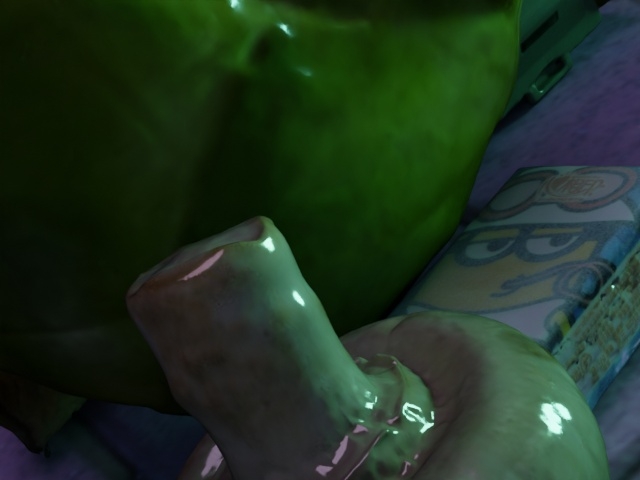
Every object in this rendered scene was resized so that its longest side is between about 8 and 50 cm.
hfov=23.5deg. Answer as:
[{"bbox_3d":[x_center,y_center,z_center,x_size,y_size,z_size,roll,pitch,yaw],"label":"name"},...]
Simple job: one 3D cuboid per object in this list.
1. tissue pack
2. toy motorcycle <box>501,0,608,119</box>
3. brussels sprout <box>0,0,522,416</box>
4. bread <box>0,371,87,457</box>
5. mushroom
[{"bbox_3d":[0.113,0.029,0.782,0.115,0.065,0.155,5,41,48],"label":"tissue pack"},{"bbox_3d":[0.044,-0.237,1.028,0.191,0.326,0.200,-43,27,-26],"label":"toy motorcycle"},{"bbox_3d":[-0.073,-0.072,0.821,0.371,0.315,0.276,-22,28,-29],"label":"brussels sprout"},{"bbox_3d":[-0.185,0.011,1.003,0.133,0.174,0.251,-28,22,-1],"label":"bread"},{"bbox_3d":[0.020,0.093,0.628,0.206,0.209,0.206,-1,20,0],"label":"mushroom"}]
